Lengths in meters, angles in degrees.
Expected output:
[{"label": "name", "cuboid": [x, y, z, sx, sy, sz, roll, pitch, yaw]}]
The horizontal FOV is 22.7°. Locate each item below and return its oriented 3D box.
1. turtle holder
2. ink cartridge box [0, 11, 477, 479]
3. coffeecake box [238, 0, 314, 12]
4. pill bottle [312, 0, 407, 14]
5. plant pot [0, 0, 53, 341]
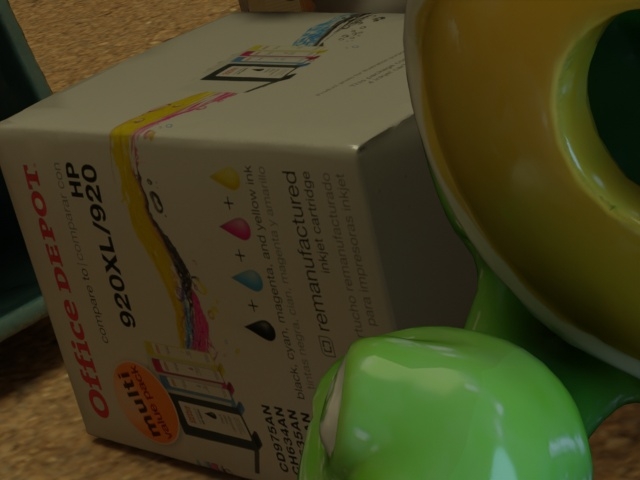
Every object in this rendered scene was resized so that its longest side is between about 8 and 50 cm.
[{"label": "turtle holder", "cuboid": [0.115, -0.064, 0.423, 0.320, 0.243, 0.227, -23, -9, 3]}, {"label": "ink cartridge box", "cuboid": [0.000, 0.000, 0.731, 0.232, 0.171, 0.168, 7, 28, 44]}, {"label": "coffeecake box", "cuboid": [-0.012, -0.129, 1.111, 0.068, 0.142, 0.185, -14, 21, -2]}, {"label": "pill bottle", "cuboid": [0.092, -0.131, 0.852, 0.272, 0.152, 0.152, 27, 11, -19]}, {"label": "plant pot", "cuboid": [-0.313, -0.023, 0.904, 0.247, 0.248, 0.252, -32, 10, -41]}]
